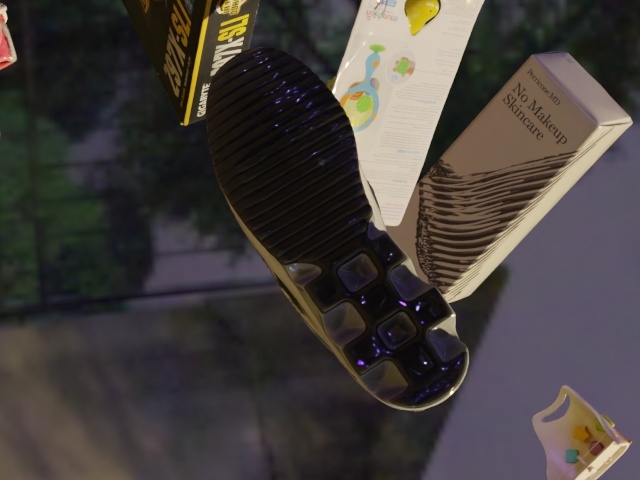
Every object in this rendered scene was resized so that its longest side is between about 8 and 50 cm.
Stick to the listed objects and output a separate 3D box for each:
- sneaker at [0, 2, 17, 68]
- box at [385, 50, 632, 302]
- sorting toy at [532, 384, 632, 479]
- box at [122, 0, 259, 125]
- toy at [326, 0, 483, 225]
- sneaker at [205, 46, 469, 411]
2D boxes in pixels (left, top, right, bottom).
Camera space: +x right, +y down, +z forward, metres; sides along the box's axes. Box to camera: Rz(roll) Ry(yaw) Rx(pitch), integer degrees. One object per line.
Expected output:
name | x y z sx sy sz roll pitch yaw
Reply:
sneaker | -0.356 -0.230 1.874 0.116 0.136 0.313 -11 118 -81
box | 0.187 -0.063 1.953 0.113 0.094 0.275 48 -62 17
sorting toy | 0.218 0.165 1.596 0.075 0.045 0.083 51 -54 18
box | -0.165 -0.321 2.190 0.257 0.079 0.322 62 -20 18
toy | 0.049 -0.133 1.665 0.056 0.137 0.237 42 -63 44
sneaker | 0.000 0.000 1.562 0.330 0.122 0.146 63 -9 6
